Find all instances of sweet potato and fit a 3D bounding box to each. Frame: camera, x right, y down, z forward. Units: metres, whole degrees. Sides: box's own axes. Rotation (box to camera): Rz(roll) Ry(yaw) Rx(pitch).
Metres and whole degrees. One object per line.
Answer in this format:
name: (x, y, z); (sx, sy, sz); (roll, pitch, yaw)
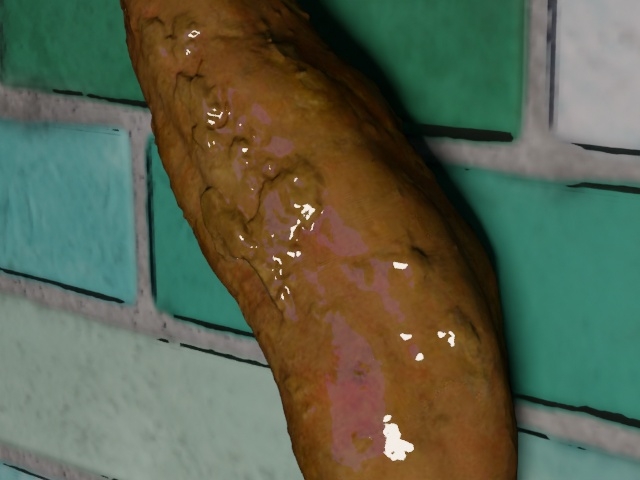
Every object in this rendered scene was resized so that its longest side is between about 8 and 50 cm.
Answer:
sweet potato: (0.006, 0.000, 0.484); (0.354, 0.095, 0.106); (67, 159, 6)
